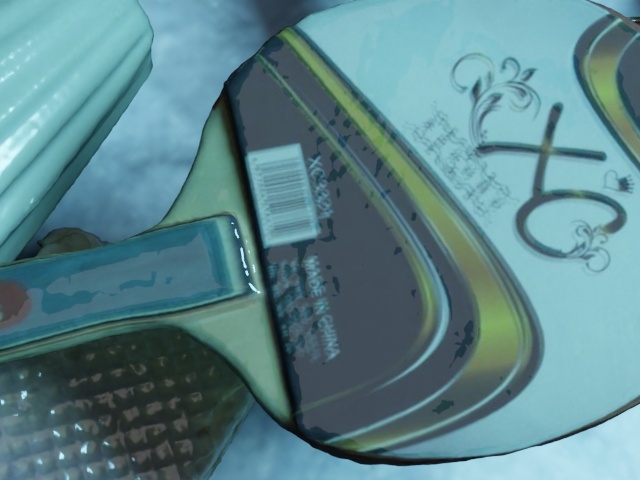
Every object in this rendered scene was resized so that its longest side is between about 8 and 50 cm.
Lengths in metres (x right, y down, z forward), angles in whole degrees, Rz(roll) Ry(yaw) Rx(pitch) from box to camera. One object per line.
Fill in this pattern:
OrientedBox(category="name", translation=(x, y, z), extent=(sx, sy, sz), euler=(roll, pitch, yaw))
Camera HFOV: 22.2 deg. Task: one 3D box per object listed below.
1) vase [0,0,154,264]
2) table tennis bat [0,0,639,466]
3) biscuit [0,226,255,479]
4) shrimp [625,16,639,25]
OrientedBox(category="vase", translation=(-0.166, -0.024, 0.632), extent=(0.128, 0.128, 0.248), euler=(43, 62, 5))
OrientedBox(category="table tennis bat", translation=(0.000, 0.000, 0.572), extent=(0.301, 0.022, 0.173), euler=(-11, 75, -5))
OrientedBox(category="biscuit", translation=(-0.118, 0.114, 0.625), extent=(0.108, 0.062, 0.239), euler=(30, 68, 2))
OrientedBox(category="shrimp", translation=(0.209, -0.113, 0.777), extent=(0.178, 0.034, 0.124), euler=(12, 67, -8))
